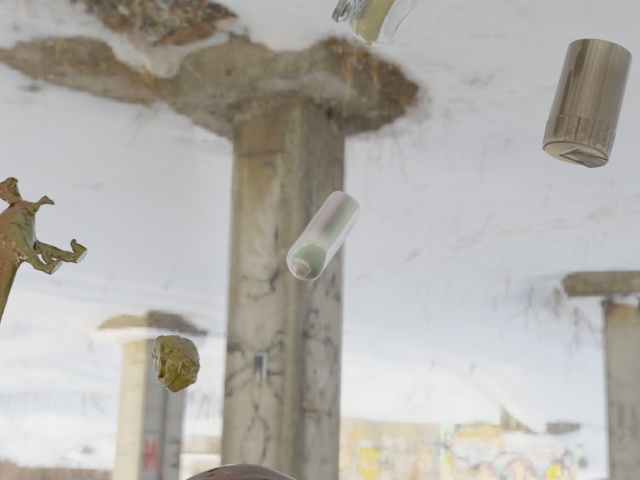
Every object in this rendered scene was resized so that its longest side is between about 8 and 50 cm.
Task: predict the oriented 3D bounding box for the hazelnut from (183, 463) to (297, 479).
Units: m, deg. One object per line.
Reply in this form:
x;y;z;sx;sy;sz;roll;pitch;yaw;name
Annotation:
-0.067;0.324;1.070;0.218;0.218;0.234;0;178;7;hazelnut

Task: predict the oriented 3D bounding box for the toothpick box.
0.428;-0.219;1.655;0.111;0.181;0.111;15;169;3;toothpick box

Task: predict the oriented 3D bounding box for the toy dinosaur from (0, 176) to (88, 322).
-0.314;0.004;1.030;0.126;0.162;0.039;32;136;11;toy dinosaur

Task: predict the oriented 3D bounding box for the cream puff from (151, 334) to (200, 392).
-0.186;0.154;1.300;0.083;0.058;0.083;31;-166;-46;cream puff

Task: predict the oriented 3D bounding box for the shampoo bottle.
0.000;0.000;1.122;0.043;0.099;0.072;32;142;5;shampoo bottle

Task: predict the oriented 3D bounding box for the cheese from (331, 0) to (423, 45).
0.096;-0.397;1.646;0.071;0.163;0.249;37;-171;15;cheese
